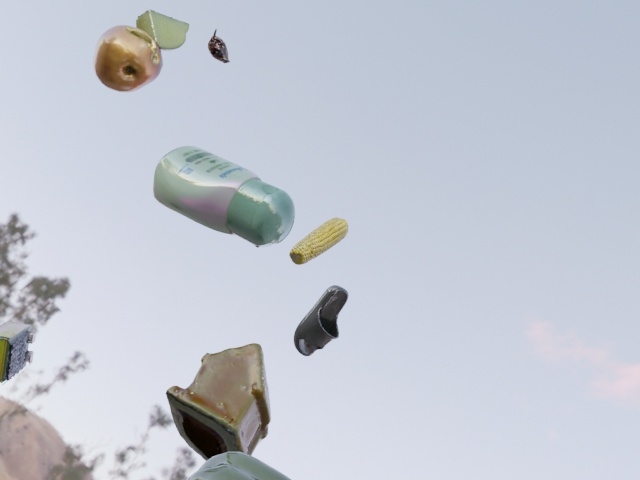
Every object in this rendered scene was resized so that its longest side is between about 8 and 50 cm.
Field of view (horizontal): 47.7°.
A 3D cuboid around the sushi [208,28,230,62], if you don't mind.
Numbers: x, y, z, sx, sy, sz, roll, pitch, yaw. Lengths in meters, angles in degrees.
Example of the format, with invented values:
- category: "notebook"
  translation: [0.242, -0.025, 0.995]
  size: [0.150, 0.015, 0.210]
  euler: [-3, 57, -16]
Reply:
- category: "sushi"
  translation: [-0.270, -0.508, 1.918]
  size: [0.099, 0.050, 0.047]
  euler: [60, -8, 6]

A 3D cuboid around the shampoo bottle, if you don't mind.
- category: "shampoo bottle"
  translation: [-0.218, -0.100, 1.720]
  size: [0.350, 0.222, 0.151]
  euler: [26, -62, 23]

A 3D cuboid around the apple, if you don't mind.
- category: "apple"
  translation: [-0.508, -0.474, 1.899]
  size: [0.199, 0.199, 0.199]
  euler: [25, -40, 23]

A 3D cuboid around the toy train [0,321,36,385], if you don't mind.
- category: "toy train"
  translation: [-0.843, 0.272, 1.841]
  size: [0.178, 0.134, 0.261]
  euler: [8, 3, -7]

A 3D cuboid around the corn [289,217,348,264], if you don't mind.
- category: "corn"
  translation: [0.000, 0.000, 1.900]
  size: [0.067, 0.206, 0.067]
  euler: [27, -46, 31]

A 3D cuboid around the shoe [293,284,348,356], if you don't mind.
- category: "shoe"
  translation: [0.014, 0.252, 2.172]
  size: [0.108, 0.241, 0.093]
  euler: [29, 5, -41]

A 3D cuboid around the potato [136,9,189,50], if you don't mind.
- category: "potato"
  translation: [-0.451, -0.578, 2.083]
  size: [0.081, 0.149, 0.120]
  euler: [-21, -106, 37]

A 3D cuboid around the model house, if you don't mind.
- category: "model house"
  translation: [-0.195, 0.368, 1.625]
  size: [0.173, 0.239, 0.268]
  euler: [15, -46, 21]

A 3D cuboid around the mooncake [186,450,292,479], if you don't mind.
- category: "mooncake"
  translation: [-0.148, 0.440, 0.903]
  size: [0.187, 0.351, 0.351]
  euler: [27, -39, 9]
